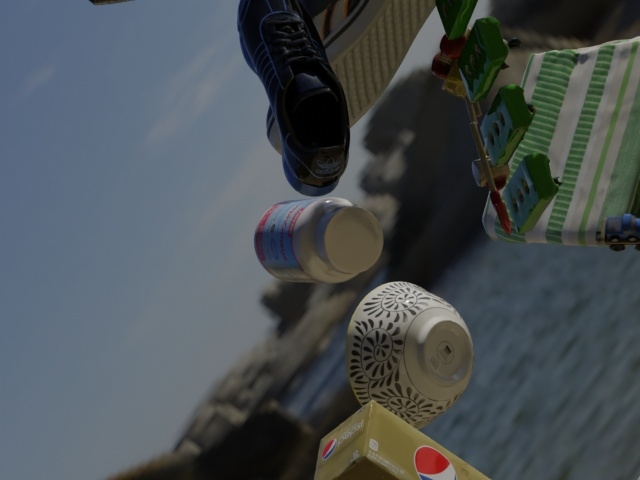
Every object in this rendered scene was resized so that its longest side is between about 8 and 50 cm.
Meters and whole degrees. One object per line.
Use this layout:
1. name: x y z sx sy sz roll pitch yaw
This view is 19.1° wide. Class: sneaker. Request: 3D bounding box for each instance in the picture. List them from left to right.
1. sneaker: -0.020 -0.161 1.812 0.081 0.232 0.090 -13 -18 -16
2. sneaker: 0.030 -0.242 2.051 0.321 0.127 0.126 -53 -31 13

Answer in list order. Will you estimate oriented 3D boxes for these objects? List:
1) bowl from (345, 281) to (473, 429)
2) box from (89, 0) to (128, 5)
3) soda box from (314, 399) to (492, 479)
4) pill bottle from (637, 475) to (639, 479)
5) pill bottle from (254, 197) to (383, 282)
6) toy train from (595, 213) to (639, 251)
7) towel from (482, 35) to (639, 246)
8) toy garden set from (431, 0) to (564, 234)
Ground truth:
1. bowl: 0.117 0.127 2.120 0.080 0.170 0.170 -11 36 51
2. box: -0.228 -0.386 2.074 0.108 0.153 0.207 -19 -37 -46
3. soda box: 0.084 0.193 1.352 0.061 0.181 0.058 -42 24 34
4. pill bottle: 0.447 0.228 1.955 0.283 0.161 0.161 -36 -14 -48
5. pill bottle: 0.000 0.000 1.920 0.087 0.087 0.160 -54 19 -16
6. toy train: 0.320 -0.009 1.674 0.036 0.158 0.027 58 -145 -56
7. towel: 0.294 -0.110 2.140 0.325 0.038 0.248 1 72 66
8. toy garden set: 0.169 -0.126 1.791 0.049 0.244 0.204 -16 -14 -10
